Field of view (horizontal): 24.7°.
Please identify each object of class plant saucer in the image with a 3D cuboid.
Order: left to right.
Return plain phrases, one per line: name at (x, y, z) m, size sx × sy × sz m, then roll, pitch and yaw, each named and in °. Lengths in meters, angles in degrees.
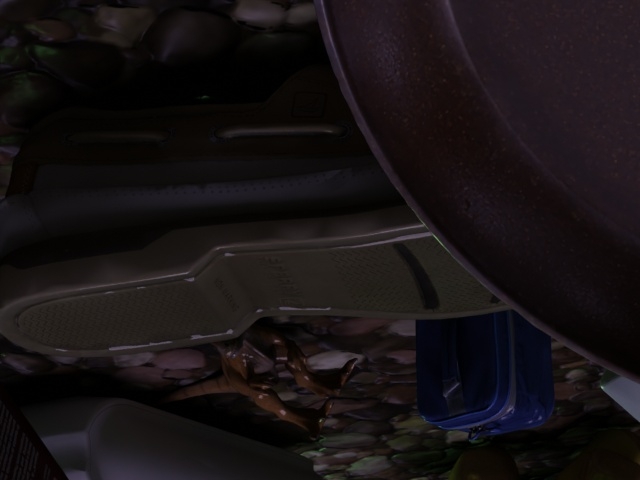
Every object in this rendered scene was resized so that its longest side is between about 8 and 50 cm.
plant saucer at (0.142, -0.079, 0.426) m, size 0.310 × 0.050 × 0.311 m, roll 16°, pitch 130°, yaw 20°

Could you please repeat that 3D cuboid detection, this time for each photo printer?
photo printer at (-0.173, 0.202, 1.078) m, size 0.256 × 0.107 × 0.307 m, roll -18°, pitch 154°, yaw 27°

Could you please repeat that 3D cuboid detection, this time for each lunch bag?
lunch bag at (0.093, 0.071, 0.869) m, size 0.065 × 0.098 × 0.067 m, roll 20°, pitch 150°, yaw -40°

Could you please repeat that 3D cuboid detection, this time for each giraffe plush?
giraffe plush at (0.164, 0.239, 1.212) m, size 0.170 × 0.210 × 0.181 m, roll 18°, pitch 166°, yaw 18°

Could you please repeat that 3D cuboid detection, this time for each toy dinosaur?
toy dinosaur at (-0.041, 0.080, 0.928) m, size 0.112 × 0.064 × 0.211 m, roll 27°, pitch 159°, yaw 4°

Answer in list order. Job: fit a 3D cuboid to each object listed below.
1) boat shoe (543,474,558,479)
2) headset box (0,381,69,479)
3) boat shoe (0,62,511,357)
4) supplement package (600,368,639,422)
boat shoe at (0.272, 0.269, 1.382) m, size 0.228 × 0.080 × 0.076 m, roll 13°, pitch 156°, yaw -34°
headset box at (-0.270, 0.113, 0.716) m, size 0.218 × 0.110 × 0.293 m, roll -14°, pitch 128°, yaw 16°
boat shoe at (0.009, -0.025, 0.627) m, size 0.302 × 0.103 × 0.113 m, roll -6°, pitch 155°, yaw 0°
supplement package at (0.262, 0.010, 0.607) m, size 0.149 × 0.194 × 0.203 m, roll 42°, pitch 141°, yaw -8°
